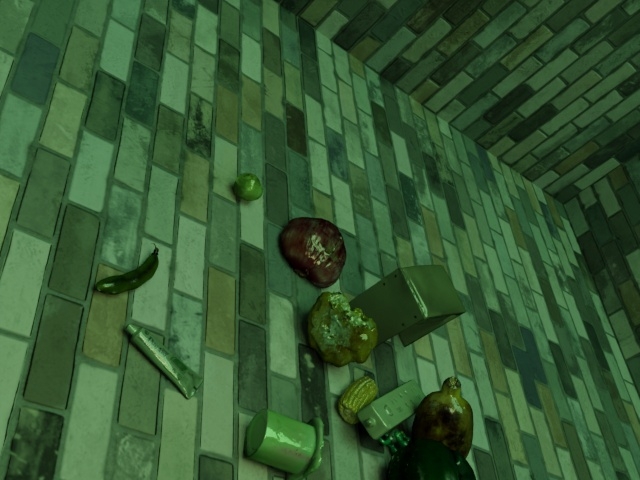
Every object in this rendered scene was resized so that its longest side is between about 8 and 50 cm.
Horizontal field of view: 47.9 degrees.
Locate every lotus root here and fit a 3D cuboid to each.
[{"bbox_3d":[0.340,0.522,2.005,0.170,0.314,0.141,5,20,8],"label":"lotus root"}]

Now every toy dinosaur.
[{"bbox_3d":[0.195,0.539,2.002,0.096,0.059,0.132,49,24,13],"label":"toy dinosaur"}]

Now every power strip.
[{"bbox_3d":[0.205,0.465,2.001,0.091,0.062,0.385,55,20,15],"label":"power strip"}]

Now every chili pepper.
[{"bbox_3d":[0.286,0.653,1.842,0.248,0.233,0.256,44,26,-42],"label":"chili pepper"}]

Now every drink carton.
[{"bbox_3d":[-0.090,0.462,1.664,0.142,0.146,0.144,26,39,-19],"label":"drink carton"}]

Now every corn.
[{"bbox_3d":[0.105,0.435,1.979,0.085,0.063,0.165,43,30,10],"label":"corn"}]

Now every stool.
[{"bbox_3d":[0.254,0.208,2.191,0.244,0.270,0.170,0,59,-49],"label":"stool"}]

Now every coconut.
[{"bbox_3d":[-0.219,-0.162,2.161,0.096,0.088,0.087,33,36,-38],"label":"coconut"}]

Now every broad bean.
[{"bbox_3d":[-0.443,0.080,1.702,0.069,0.039,0.227,54,32,-7],"label":"broad bean"}]

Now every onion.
[{"bbox_3d":[0.000,0.000,2.232,0.227,0.120,0.283,42,34,-22],"label":"onion"}]

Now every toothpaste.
[{"bbox_3d":[-0.356,0.265,1.626,0.218,0.041,0.064,46,44,-12],"label":"toothpaste"}]

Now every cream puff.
[{"bbox_3d":[0.060,0.252,2.025,0.221,0.194,0.195,45,32,13],"label":"cream puff"}]
